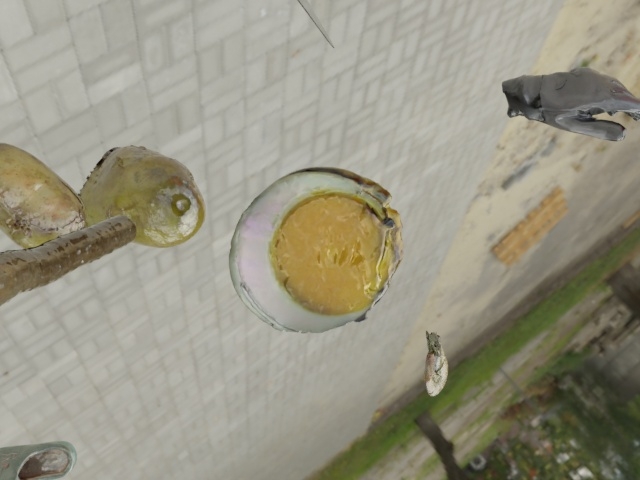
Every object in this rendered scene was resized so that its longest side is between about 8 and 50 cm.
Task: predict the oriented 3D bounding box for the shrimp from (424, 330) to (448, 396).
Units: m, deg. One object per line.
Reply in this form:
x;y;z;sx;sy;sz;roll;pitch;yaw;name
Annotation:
0.160;0.177;1.161;0.059;0.023;0.108;-50;136;-37;shrimp

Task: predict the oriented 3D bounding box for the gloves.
0.472;-0.248;1.504;0.119;0.286;0.142;68;35;-64;gloves

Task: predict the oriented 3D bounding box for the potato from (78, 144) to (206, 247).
-0.337;-0.085;1.654;0.229;0.266;0.229;-5;97;-49;potato

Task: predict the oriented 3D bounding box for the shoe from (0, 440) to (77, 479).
-0.536;0.405;1.462;0.195;0.079;0.078;-10;176;-11;shoe

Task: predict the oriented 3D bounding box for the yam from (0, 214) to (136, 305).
-0.248;0.020;0.729;0.327;0.045;0.045;-45;135;-73;yam

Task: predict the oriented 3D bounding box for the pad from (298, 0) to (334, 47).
-0.059;-0.378;1.102;0.004;0.267;0.181;-33;139;11;pad

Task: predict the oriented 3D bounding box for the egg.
-0.005;-0.001;1.368;0.174;0.264;0.286;-80;-165;-69;egg

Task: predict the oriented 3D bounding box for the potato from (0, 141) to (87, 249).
-0.374;-0.052;1.045;0.080;0.170;0.107;-41;-169;41;potato
